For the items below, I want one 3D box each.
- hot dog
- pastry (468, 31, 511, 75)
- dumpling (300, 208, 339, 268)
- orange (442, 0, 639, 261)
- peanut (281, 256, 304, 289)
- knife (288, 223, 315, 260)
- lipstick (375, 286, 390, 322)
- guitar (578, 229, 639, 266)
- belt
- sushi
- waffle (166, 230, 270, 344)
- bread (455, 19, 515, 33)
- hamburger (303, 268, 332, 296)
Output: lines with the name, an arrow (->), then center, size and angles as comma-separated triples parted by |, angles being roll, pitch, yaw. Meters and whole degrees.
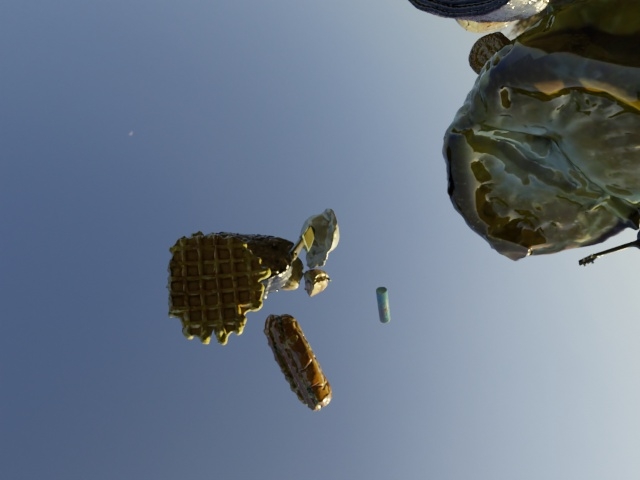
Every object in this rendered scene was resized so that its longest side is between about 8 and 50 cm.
hot dog -> -0.054, 0.298, 1.073 | 0.072, 0.115, 0.269 | -39, -75, -53
pastry -> 0.418, -0.458, 1.088 | 0.097, 0.109, 0.057 | 25, -153, 32
dumpling -> 0.000, 0.000, 1.640 | 0.146, 0.258, 0.193 | 14, -145, -20
orange -> 0.314, -0.148, 0.567 | 0.270, 0.369, 0.211 | 24, -119, 0
peanut -> -0.127, 0.125, 1.723 | 0.109, 0.141, 0.159 | 10, -137, -27
knife -> -0.055, 0.008, 1.414 | 0.343, 0.026, 0.061 | -64, -45, -70
lipstick -> 0.261, 0.269, 1.832 | 0.048, 0.048, 0.158 | -56, -38, -52
guitar -> 0.644, 0.009, 0.892 | 0.025, 0.233, 0.088 | -87, -26, -60
belt -> 0.290, -0.501, 0.808 | 0.163, 0.184, 0.289 | -15, -139, -36
sushi -> -0.251, 0.075, 1.416 | 0.349, 0.171, 0.211 | 1, -125, -24
waffle -> -0.305, 0.124, 1.233 | 0.307, 0.060, 0.312 | 27, -116, 0
bread -> 0.576, -0.783, 1.387 | 0.192, 0.314, 0.171 | 33, -146, -38
hamburger -> -0.012, 0.148, 1.709 | 0.102, 0.176, 0.087 | -27, -109, -17
